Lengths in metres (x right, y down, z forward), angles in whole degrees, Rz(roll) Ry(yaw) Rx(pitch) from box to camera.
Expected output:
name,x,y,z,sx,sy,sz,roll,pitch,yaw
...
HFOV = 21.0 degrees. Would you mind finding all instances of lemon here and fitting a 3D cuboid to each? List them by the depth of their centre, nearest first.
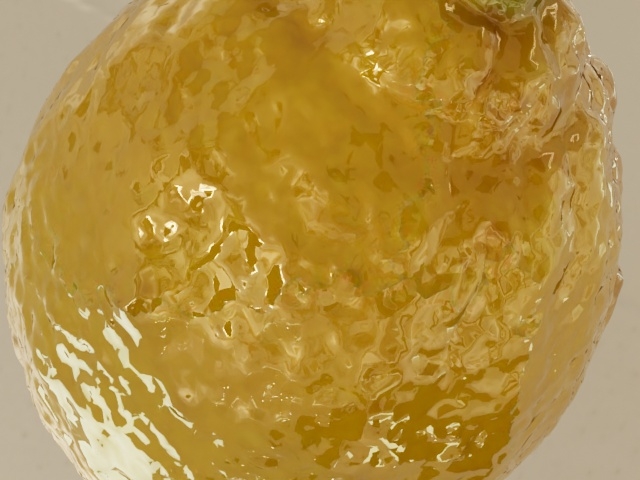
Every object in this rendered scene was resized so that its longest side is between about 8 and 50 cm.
name,x,y,z,sx,sy,sz,roll,pitch,yaw
lemon,0.000,0.000,0.401,0.142,0.187,0.142,14,-131,-17
